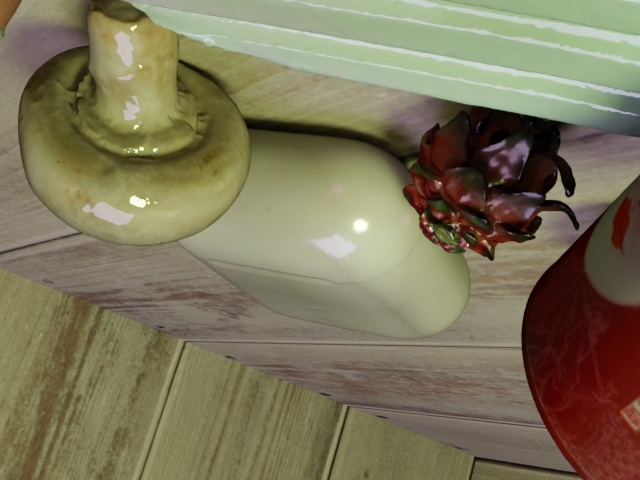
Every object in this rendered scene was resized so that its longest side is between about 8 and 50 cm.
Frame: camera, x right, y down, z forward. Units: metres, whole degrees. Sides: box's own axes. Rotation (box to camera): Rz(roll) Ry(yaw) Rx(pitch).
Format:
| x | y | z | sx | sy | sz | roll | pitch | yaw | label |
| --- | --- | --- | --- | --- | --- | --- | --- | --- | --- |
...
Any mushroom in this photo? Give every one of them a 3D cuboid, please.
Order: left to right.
| x | y | z | sx | sy | sz | roll | pitch | yaw | label |
| --- | --- | --- | --- | --- | --- | --- | --- | --- | --- |
| -0.153 | -0.107 | 0.814 | 0.206 | 0.209 | 0.206 | 21 | -167 | -5 | mushroom |

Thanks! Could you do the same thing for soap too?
| x | y | z | sx | sy | sz | roll | pitch | yaw | label |
| --- | --- | --- | --- | --- | --- | --- | --- | --- | --- |
| 0.037 | -0.166 | 0.484 | 0.346 | 0.115 | 0.208 | 13 | 164 | 13 | soap |

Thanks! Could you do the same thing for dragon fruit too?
| x | y | z | sx | sy | sz | roll | pitch | yaw | label |
| --- | --- | --- | --- | --- | --- | --- | --- | --- | --- |
| 0.133 | -0.052 | 0.771 | 0.142 | 0.121 | 0.130 | -27 | 146 | 33 | dragon fruit |

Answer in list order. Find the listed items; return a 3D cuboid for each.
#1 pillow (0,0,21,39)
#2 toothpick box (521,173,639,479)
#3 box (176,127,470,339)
| x | y | z | sx | sy | sz | roll | pitch | yaw | label |
| --- | --- | --- | --- | --- | --- | --- | --- | --- | --- |
| -0.161 | -0.209 | 0.447 | 0.075 | 0.179 | 0.171 | 2 | 167 | -4 | pillow |
| 0.262 | -0.005 | 0.435 | 0.204 | 0.204 | 0.333 | 20 | 139 | -9 | toothpick box |
| 0.000 | -0.001 | 1.023 | 0.288 | 0.141 | 0.349 | 10 | 163 | 26 | box |
